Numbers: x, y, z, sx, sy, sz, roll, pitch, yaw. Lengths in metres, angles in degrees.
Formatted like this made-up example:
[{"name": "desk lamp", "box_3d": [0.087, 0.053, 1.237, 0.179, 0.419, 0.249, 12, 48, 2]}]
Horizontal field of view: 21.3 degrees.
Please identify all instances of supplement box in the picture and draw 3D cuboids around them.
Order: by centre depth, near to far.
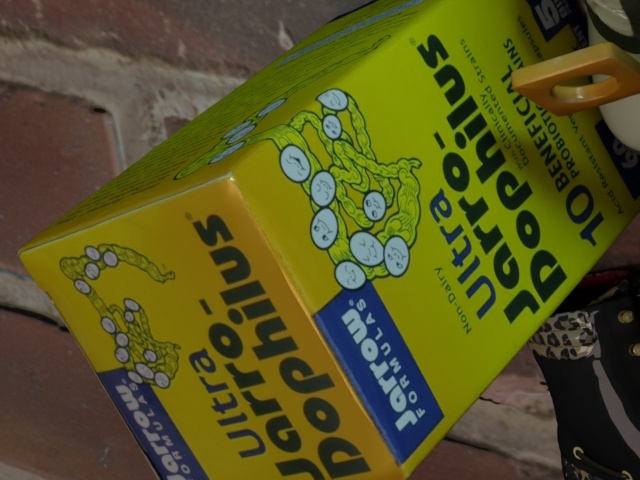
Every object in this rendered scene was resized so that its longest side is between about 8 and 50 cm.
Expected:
[{"name": "supplement box", "box_3d": [0.029, -0.018, 1.048, 0.195, 0.356, 0.194, -18, 107, 44]}]

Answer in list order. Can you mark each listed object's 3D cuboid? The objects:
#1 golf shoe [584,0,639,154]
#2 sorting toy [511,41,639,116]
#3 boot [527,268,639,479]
[{"name": "golf shoe", "box_3d": [0.179, -0.164, 0.991, 0.105, 0.120, 0.273, 31, 135, 40]}, {"name": "sorting toy", "box_3d": [0.265, -0.138, 0.890, 0.348, 0.196, 0.047, -12, 72, 18]}, {"name": "boot", "box_3d": [0.248, 0.110, 1.162, 0.236, 0.085, 0.178, -7, 112, 41]}]
